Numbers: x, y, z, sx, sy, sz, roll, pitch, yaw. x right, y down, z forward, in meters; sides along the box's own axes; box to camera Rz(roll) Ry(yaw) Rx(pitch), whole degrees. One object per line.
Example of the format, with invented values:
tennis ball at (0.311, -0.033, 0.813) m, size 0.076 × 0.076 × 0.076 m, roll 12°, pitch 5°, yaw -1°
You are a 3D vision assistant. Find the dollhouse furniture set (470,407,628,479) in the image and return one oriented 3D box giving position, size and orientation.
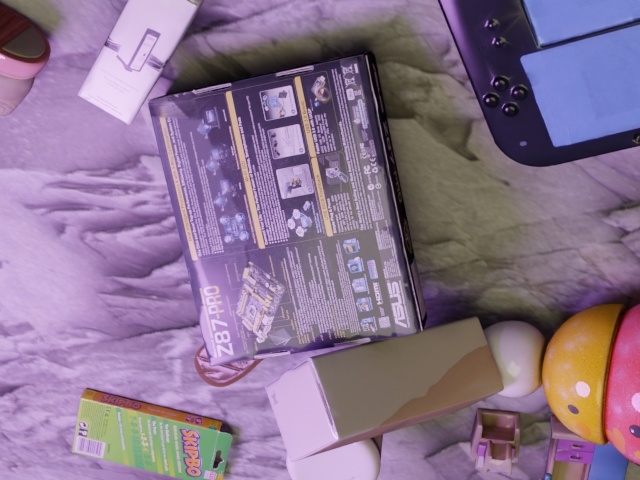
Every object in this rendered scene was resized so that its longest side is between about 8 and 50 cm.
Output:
dollhouse furniture set at (0.373, 0.441, 1.953) m, size 0.286 × 0.303 × 0.198 m, roll 5°, pitch 120°, yaw 3°

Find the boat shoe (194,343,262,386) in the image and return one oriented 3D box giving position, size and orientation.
boat shoe at (-0.070, 0.125, 1.951) m, size 0.285 × 0.089 × 0.104 m, roll -29°, pitch 98°, yaw 17°

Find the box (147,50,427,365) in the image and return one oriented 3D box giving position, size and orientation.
box at (-0.042, -0.040, 1.767) m, size 0.318 × 0.097 × 0.394 m, roll -11°, pitch 98°, yaw 11°

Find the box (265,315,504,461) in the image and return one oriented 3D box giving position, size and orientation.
box at (0.094, 0.212, 1.821) m, size 0.148 × 0.311 × 0.121 m, roll -37°, pitch 68°, yaw 54°

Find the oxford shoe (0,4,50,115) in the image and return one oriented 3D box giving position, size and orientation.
oxford shoe at (-0.577, -0.295, 1.724) m, size 0.397 × 0.140 × 0.146 m, roll 30°, pitch 126°, yaw -9°

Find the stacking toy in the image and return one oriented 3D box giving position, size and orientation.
stacking toy at (0.452, 0.206, 1.853) m, size 0.480 × 0.350 × 0.350 m, roll 5°, pitch 123°, yaw 24°

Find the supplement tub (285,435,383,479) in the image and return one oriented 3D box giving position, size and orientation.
supplement tub at (0.027, 0.291, 1.962) m, size 0.144 × 0.199 × 0.144 m, roll 3°, pitch 120°, yaw 5°

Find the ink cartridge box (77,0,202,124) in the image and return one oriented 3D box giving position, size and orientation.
ink cartridge box at (-0.229, -0.279, 1.685) m, size 0.086 × 0.148 × 0.203 m, roll 30°, pitch 118°, yaw -9°

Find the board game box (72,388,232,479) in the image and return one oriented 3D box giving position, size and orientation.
board game box at (-0.281, 0.334, 2.118) m, size 0.259 × 0.039 × 0.124 m, roll 15°, pitch 122°, yaw 0°

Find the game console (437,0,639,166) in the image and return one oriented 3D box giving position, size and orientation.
game console at (0.368, -0.271, 1.627) m, size 0.387 × 0.060 × 0.342 m, roll -13°, pitch 123°, yaw 26°
